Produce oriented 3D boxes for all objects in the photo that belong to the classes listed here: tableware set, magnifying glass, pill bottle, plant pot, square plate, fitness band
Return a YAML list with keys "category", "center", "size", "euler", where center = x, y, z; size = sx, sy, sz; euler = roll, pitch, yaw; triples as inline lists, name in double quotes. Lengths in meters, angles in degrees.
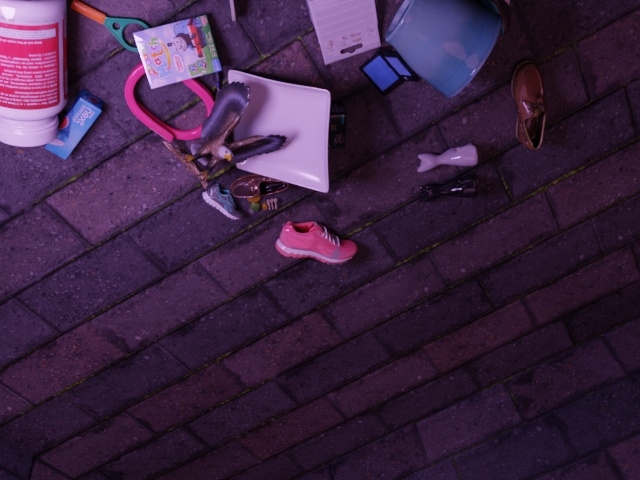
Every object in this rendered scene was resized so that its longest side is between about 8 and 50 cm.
- category: "tableware set"
  center: [-0.205, -0.168, 2.168]
  size: [0.103, 0.024, 0.154]
  euler: [-7, 129, -2]
- category: "magnifying glass"
  center: [-0.581, -0.607, 1.754]
  size: [0.230, 0.026, 0.092]
  euler: [21, 121, -27]
- category: "pill bottle"
  center: [-0.800, -0.472, 1.680]
  size: [0.228, 0.229, 0.408]
  euler: [5, 126, -15]
- category: "plant pot"
  center: [0.337, -0.595, 1.808]
  size: [0.255, 0.272, 0.272]
  euler: [27, 118, -13]
- category: "square plate"
  center: [-0.120, -0.341, 1.939]
  size: [0.347, 0.049, 0.344]
  euler: [17, 129, 21]
- category: "fitness band"
  center: [-0.452, -0.423, 1.905]
  size: [0.209, 0.054, 0.290]
  euler: [-41, 125, 16]

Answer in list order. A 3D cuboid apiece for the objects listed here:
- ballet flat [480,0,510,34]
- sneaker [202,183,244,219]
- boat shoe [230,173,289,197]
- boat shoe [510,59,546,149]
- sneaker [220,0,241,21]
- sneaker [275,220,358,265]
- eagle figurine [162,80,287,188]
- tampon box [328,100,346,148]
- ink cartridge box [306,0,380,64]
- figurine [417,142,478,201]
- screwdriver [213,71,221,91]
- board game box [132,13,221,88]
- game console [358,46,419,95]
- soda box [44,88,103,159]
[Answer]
- category: "ballet flat"
  center: [0.499, -0.734, 1.832]
  size: [0.096, 0.095, 0.280]
  euler: [-45, 123, 8]
- category: "sneaker"
  center: [-0.320, -0.134, 2.145]
  size: [0.166, 0.065, 0.076]
  euler: [33, 111, -32]
- category: "boat shoe"
  center: [-0.203, -0.183, 2.095]
  size: [0.206, 0.073, 0.073]
  euler: [-15, 130, 6]
- category: "boat shoe"
  center: [0.708, -0.447, 2.083]
  size: [0.110, 0.104, 0.307]
  euler: [-19, 128, 3]
- category: "sneaker"
  center: [-0.292, -0.708, 1.712]
  size: [0.118, 0.083, 0.222]
  euler: [2, 136, 11]
- category: "sneaker"
  center: [0.000, 0.000, 2.278]
  size: [0.313, 0.116, 0.136]
  euler: [6, 124, -15]
- category: "eagle figurine"
  center: [-0.279, -0.300, 1.892]
  size: [0.298, 0.225, 0.226]
  euler: [-42, 157, -1]
- category: "tampon box"
  center: [-0.005, -0.368, 2.001]
  size: [0.160, 0.101, 0.121]
  euler: [-4, 127, -8]
- category: "ink cartridge box"
  center: [0.070, -0.651, 1.846]
  size: [0.188, 0.066, 0.232]
  euler: [-18, 149, 2]
- category: "figurine"
  center: [0.445, -0.236, 2.209]
  size: [0.209, 0.092, 0.215]
  euler: [-10, 128, 2]
- category: "screwdriver"
  center: [-0.311, -0.459, 1.926]
  size: [0.025, 0.024, 0.170]
  euler: [-30, 140, -25]
- category: "board game box"
  center: [-0.407, -0.540, 1.789]
  size: [0.211, 0.039, 0.160]
  euler: [-17, 115, -7]
- category: "game console"
  center: [0.214, -0.520, 1.944]
  size: [0.144, 0.124, 0.085]
  euler: [39, 85, -33]
- category: "soda box"
  center: [-0.744, -0.349, 1.889]
  size: [0.071, 0.067, 0.210]
  euler: [32, 114, -30]
